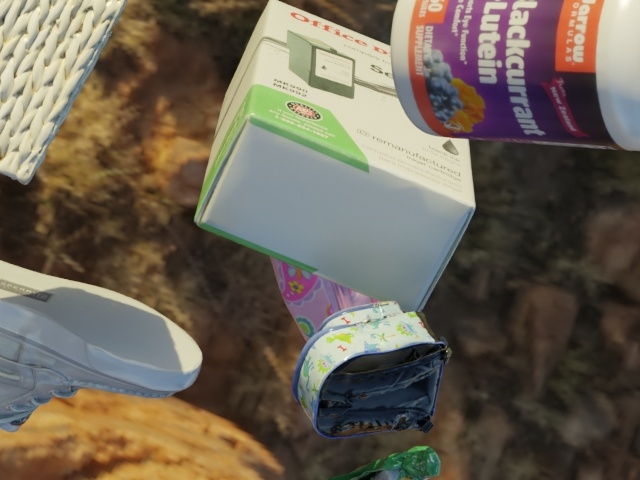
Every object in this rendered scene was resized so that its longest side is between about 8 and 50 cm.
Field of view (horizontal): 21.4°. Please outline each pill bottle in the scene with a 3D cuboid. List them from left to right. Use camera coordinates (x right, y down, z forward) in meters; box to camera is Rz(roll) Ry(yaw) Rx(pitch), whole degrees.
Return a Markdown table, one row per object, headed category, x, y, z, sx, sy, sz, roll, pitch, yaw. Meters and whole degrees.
| category | x | y | z | sx | sy | sz | roll | pitch | yaw |
| --- | --- | --- | --- | --- | --- | --- | --- | --- | --- |
| pill bottle | 0.146 | -0.105 | 0.937 | 0.108 | 0.193 | 0.108 | -13 | 106 | -55 |

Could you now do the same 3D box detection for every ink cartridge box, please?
| category | x | y | z | sx | sy | sz | roll | pitch | yaw |
| --- | --- | --- | --- | --- | --- | --- | --- | --- | --- |
| ink cartridge box | 0.016 | -0.085 | 1.517 | 0.211 | 0.289 | 0.121 | 22 | 116 | -9 |

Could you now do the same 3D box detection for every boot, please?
| category | x | y | z | sx | sy | sz | roll | pitch | yaw |
| --- | --- | --- | --- | --- | --- | --- | --- | --- | --- |
| boot | -0.224 | 0.099 | 1.357 | 0.095 | 0.258 | 0.123 | -47 | 155 | -62 |

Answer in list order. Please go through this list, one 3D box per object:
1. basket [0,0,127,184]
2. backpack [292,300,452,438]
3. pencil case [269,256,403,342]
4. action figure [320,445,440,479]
| category | x | y | z | sx | sy | sz | roll | pitch | yaw |
| --- | --- | --- | --- | --- | --- | --- | --- | --- | --- |
| basket | -0.211 | -0.127 | 1.155 | 0.103 | 0.113 | 0.167 | 29 | 87 | -12 |
| backpack | 0.035 | 0.108 | 1.391 | 0.114 | 0.084 | 0.105 | -8 | 128 | -26 |
| pencil case | 0.000 | 0.000 | 1.794 | 0.124 | 0.124 | 0.284 | -40 | 126 | -30 |
| action figure | 0.071 | 0.276 | 1.930 | 0.137 | 0.232 | 0.063 | -11 | 76 | -30 |
